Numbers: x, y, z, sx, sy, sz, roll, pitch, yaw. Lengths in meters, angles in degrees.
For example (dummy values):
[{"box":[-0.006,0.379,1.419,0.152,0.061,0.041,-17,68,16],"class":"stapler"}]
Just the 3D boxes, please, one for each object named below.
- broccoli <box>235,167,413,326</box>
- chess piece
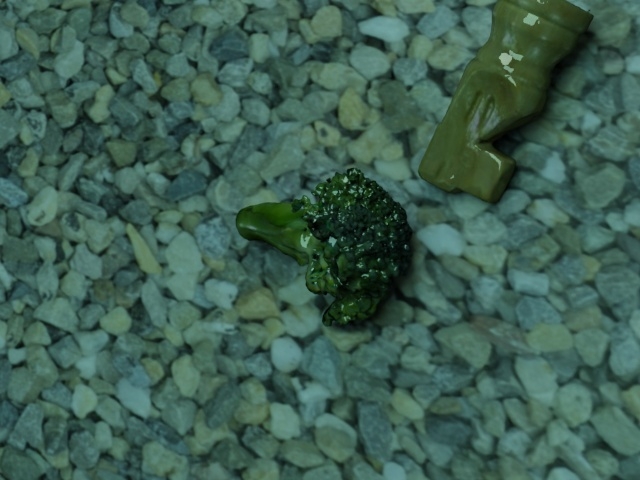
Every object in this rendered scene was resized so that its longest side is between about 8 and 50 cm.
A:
[{"box":[0.011,0.016,1.882,0.275,0.177,0.198,-17,102,51],"class":"broccoli"},{"box":[0.237,-0.196,1.830,0.137,0.137,0.301,34,104,30],"class":"chess piece"}]
